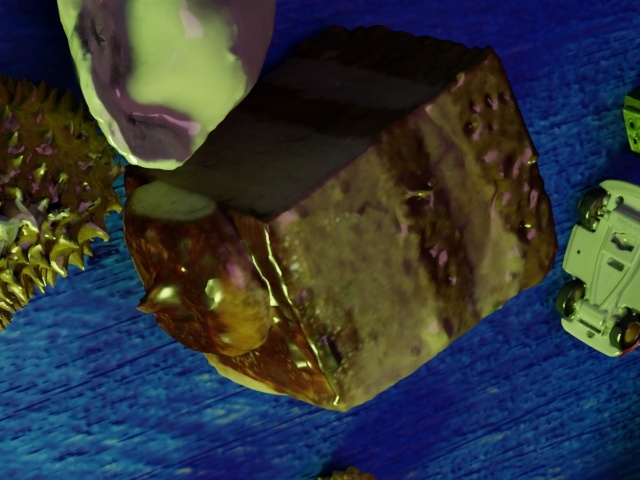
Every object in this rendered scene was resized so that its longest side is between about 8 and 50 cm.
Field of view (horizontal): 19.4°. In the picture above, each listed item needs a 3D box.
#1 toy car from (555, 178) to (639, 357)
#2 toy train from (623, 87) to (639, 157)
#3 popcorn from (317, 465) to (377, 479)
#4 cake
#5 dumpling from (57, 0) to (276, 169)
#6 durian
[{"bbox_3d":[0.269,0.026,1.557,0.112,0.112,0.139,8,109,-49],"label":"toy car"},{"bbox_3d":[0.352,-0.111,1.546,0.225,0.137,0.090,-23,118,-21],"label":"toy train"},{"bbox_3d":[0.026,0.219,1.467,0.057,0.083,0.082,-20,140,3],"label":"popcorn"},{"bbox_3d":[0.000,0.000,1.304,0.293,0.196,0.199,-37,125,-28],"label":"cake"},{"bbox_3d":[-0.106,-0.159,1.238,0.162,0.132,0.250,30,57,-25],"label":"dumpling"},{"bbox_3d":[-0.243,-0.015,1.208,0.249,0.138,0.183,-41,129,-9],"label":"durian"}]
